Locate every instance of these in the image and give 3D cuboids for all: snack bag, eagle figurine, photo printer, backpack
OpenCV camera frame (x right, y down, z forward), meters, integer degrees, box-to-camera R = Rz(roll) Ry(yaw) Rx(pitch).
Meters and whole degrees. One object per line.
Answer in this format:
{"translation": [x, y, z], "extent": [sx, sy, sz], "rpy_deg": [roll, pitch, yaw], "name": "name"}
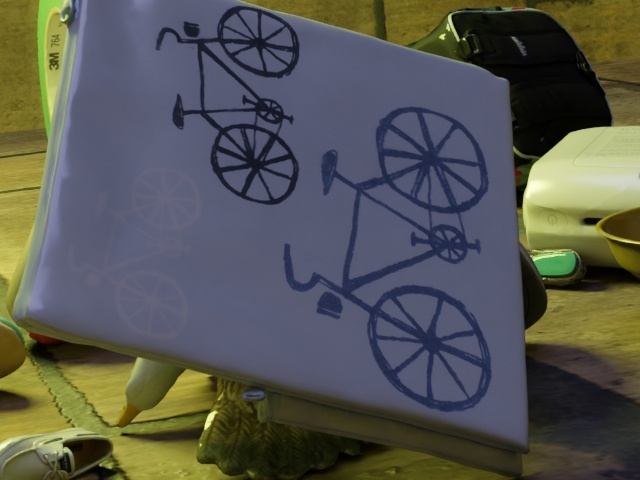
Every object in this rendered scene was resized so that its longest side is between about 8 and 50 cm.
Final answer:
{"translation": [-0.023, -0.024, 1.095], "extent": [0.342, 0.323, 0.037], "rpy_deg": [15, -38, -17], "name": "snack bag"}
{"translation": [-0.077, 0.046, 1.214], "extent": [0.226, 0.225, 0.298], "rpy_deg": [5, -3, -16], "name": "eagle figurine"}
{"translation": [0.339, -0.044, 1.669], "extent": [0.256, 0.107, 0.307], "rpy_deg": [1, 12, 17], "name": "photo printer"}
{"translation": [0.228, -0.168, 2.073], "extent": [0.253, 0.225, 0.191], "rpy_deg": [-15, -16, -42], "name": "backpack"}

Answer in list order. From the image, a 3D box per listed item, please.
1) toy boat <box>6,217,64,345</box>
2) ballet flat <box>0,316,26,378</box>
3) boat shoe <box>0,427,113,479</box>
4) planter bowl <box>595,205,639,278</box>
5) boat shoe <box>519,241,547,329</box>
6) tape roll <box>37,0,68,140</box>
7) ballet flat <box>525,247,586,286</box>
{"translation": [-0.181, 0.027, 1.550], "extent": [0.151, 0.151, 0.231], "rpy_deg": [28, 19, 11], "name": "toy boat"}
{"translation": [-0.342, 0.101, 1.385], "extent": [0.232, 0.080, 0.073], "rpy_deg": [-1, 39, 33], "name": "ballet flat"}
{"translation": [-0.178, 0.146, 1.118], "extent": [0.035, 0.035, 0.100], "rpy_deg": [0, 5, 39], "name": "boat shoe"}
{"translation": [0.333, 0.025, 1.359], "extent": [0.217, 0.090, 0.217], "rpy_deg": [-6, 11, 1], "name": "planter bowl"}
{"translation": [0.062, -0.031, 1.302], "extent": [0.118, 0.320, 0.103], "rpy_deg": [-34, 36, 29], "name": "boat shoe"}
{"translation": [-0.264, -0.160, 2.008], "extent": [0.077, 0.321, 0.321], "rpy_deg": [-8, 11, -20], "name": "tape roll"}
{"translation": [0.197, 0.027, 1.584], "extent": [0.114, 0.041, 0.041], "rpy_deg": [3, 13, 35], "name": "ballet flat"}
